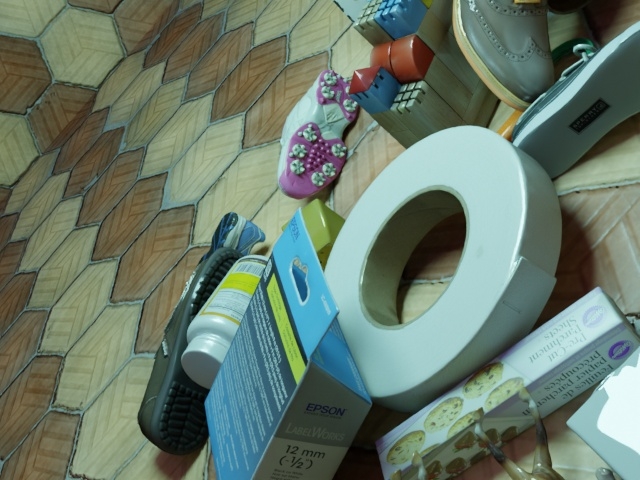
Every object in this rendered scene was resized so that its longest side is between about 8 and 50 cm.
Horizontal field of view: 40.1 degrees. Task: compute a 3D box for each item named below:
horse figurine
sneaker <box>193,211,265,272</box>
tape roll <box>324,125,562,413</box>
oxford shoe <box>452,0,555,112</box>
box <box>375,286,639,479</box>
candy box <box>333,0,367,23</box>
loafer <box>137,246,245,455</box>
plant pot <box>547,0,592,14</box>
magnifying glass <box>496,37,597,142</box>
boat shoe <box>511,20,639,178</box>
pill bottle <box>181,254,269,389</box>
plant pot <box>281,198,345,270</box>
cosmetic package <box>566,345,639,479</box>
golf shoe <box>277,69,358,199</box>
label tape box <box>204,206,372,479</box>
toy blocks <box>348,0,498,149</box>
[{"bbox_3d":[0.172,0.274,0.897,0.263,0.066,0.174,-35,62,10],"label":"horse figurine"},{"bbox_3d":[-0.174,0.052,1.588,0.211,0.081,0.080,-58,29,21],"label":"sneaker"},{"bbox_3d":[0.142,0.033,1.150,0.392,0.072,0.392,-38,37,35],"label":"tape roll"},{"bbox_3d":[0.264,-0.360,1.246,0.133,0.130,0.363,-39,64,62],"label":"oxford shoe"},{"bbox_3d":[0.206,0.178,0.987,0.324,0.063,0.067,-38,34,17],"label":"box"},{"bbox_3d":[0.115,-0.489,1.687,0.165,0.196,0.070,-37,33,21],"label":"candy box"},{"bbox_3d":[-0.219,0.172,1.454,0.130,0.134,0.365,-11,48,45],"label":"loafer"},{"bbox_3d":[0.352,-0.460,1.344,0.167,0.167,0.165,-45,53,7],"label":"plant pot"},{"bbox_3d":[0.321,-0.207,1.299,0.231,0.026,0.092,-47,32,0],"label":"magnifying glass"},{"bbox_3d":[0.374,-0.205,1.147,0.306,0.113,0.105,-47,22,34],"label":"boat shoe"},{"bbox_3d":[-0.128,0.128,1.359,0.117,0.117,0.215,-20,25,39],"label":"pill bottle"},{"bbox_3d":[0.000,0.000,1.425,0.081,0.081,0.083,-39,45,16],"label":"plant pot"},{"bbox_3d":[0.340,0.203,0.777,0.117,0.085,0.231,-46,30,5],"label":"cosmetic package"},{"bbox_3d":[-0.021,-0.179,1.629,0.140,0.115,0.306,-31,28,45],"label":"golf shoe"},{"bbox_3d":[-0.032,0.169,1.127,0.347,0.115,0.249,-63,25,23],"label":"label tape box"},{"bbox_3d":[0.170,-0.305,1.351,0.191,0.261,0.381,-2,56,53],"label":"toy blocks"}]
